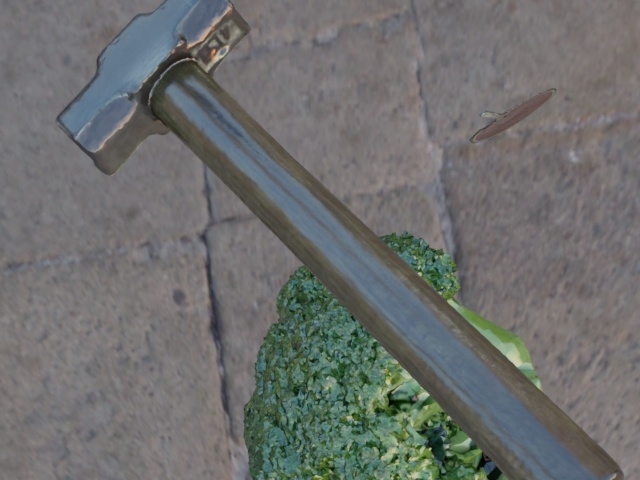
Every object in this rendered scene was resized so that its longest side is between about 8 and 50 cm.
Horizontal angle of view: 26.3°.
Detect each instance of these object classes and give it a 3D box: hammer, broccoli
[{"bbox_3d":[0.000,0.000,0.632,0.111,0.043,0.365,-45,52,0],"label":"hammer"},{"bbox_3d":[0.071,0.175,1.414,0.310,0.321,0.413,-39,34,11],"label":"broccoli"}]

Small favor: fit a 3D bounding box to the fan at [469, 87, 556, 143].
[{"bbox_3d":[0.155,-0.104,1.146,0.085,0.133,0.005,-34,81,21],"label":"fan"}]
